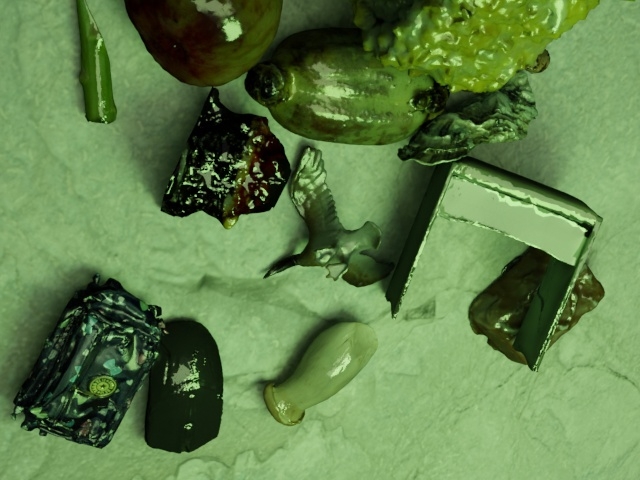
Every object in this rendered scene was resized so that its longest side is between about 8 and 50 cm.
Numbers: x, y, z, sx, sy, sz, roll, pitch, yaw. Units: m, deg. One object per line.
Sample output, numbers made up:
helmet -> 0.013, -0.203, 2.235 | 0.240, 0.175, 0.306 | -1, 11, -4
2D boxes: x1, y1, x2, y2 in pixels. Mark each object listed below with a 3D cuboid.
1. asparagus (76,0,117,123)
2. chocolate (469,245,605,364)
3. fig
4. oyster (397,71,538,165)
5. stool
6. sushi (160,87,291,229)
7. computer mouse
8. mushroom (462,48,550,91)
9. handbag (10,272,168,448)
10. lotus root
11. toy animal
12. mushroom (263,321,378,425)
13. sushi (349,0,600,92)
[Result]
asparagus -> -0.311, -0.251, 1.528 | 0.045, 0.041, 0.178 | 7, 111, 24
chocolate -> 0.368, 0.110, 1.886 | 0.214, 0.093, 0.148 | -46, 116, -1
fig -> -0.109, -0.364, 1.504 | 0.321, 0.217, 0.217 | -50, 120, -24
oyster -> 0.233, -0.172, 1.697 | 0.252, 0.199, 0.087 | -20, 106, -1
stool -> 0.263, 0.026, 1.727 | 0.244, 0.170, 0.269 | 20, 98, -2
sushi -> -0.124, -0.103, 1.590 | 0.150, 0.153, 0.172 | 23, 78, -6
computer mouse -> -0.210, 0.232, 1.715 | 0.122, 0.073, 0.217 | -2, 110, -21
mushroom -> 0.292, -0.295, 1.690 | 0.217, 0.148, 0.227 | 35, 69, -46
handbag -> -0.340, 0.186, 1.629 | 0.162, 0.113, 0.260 | 27, 104, -20
lotus root -> 0.032, -0.227, 1.604 | 0.309, 0.173, 0.173 | 2, 107, -26
toy animal -> -0.001, 0.007, 1.689 | 0.197, 0.160, 0.272 | -32, 109, -6
mushroom -> 0.003, 0.210, 1.783 | 0.212, 0.097, 0.088 | -46, 74, 5
sushi -> 0.170, -0.401, 1.463 | 0.240, 0.396, 0.351 | 6, 142, -34
